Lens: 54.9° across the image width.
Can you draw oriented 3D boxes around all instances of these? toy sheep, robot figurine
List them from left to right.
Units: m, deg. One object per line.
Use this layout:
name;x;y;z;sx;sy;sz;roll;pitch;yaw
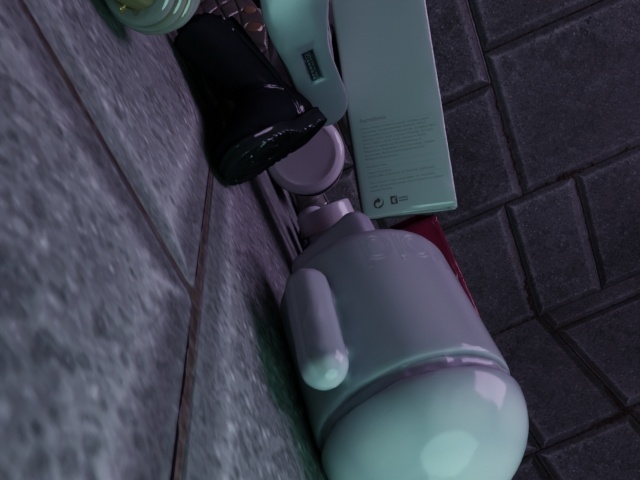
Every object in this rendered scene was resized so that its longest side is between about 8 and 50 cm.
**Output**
toy sheep;-0.144;-0.219;0.523;0.091;0.091;0.132;66;21;-15
robot figurine;0.076;0.129;0.631;0.300;0.200;0.354;27;29;-39

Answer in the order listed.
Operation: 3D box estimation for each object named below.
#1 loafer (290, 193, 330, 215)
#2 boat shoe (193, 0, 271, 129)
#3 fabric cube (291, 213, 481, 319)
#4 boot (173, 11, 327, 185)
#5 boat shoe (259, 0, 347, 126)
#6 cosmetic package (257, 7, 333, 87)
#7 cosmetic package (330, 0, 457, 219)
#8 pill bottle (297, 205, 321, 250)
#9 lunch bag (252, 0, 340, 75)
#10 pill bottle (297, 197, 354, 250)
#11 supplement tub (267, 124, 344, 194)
loafer;-0.029;-0.106;1.856;0.111;0.112;0.319;57;0;-44
boat shoe;-0.137;-0.260;0.962;0.116;0.123;0.325;-45;-118;60
fabric cube;0.121;0.115;1.124;0.259;0.258;0.254;-32;97;-88
boot;-0.116;-0.189;0.788;0.207;0.094;0.246;45;32;1
boat shoe;-0.025;-0.296;0.888;0.088;0.096;0.268;-115;180;-50
cosmetic package;-0.068;-0.274;1.067;0.085;0.117;0.231;52;-40;34
cosmetic package;0.119;-0.232;1.050;0.217;0.156;0.385;-32;114;-85
pill bottle;0.000;0.000;1.517;0.094;0.094;0.169;63;4;-56
lunch bag;-0.113;-0.423;1.168;0.213;0.255;0.305;-80;151;-45
pill bottle;0.062;0.069;1.343;0.169;0.169;0.302;19;48;-87
supplement tub;-0.035;-0.207;1.555;0.272;0.191;0.191;-55;121;-87
